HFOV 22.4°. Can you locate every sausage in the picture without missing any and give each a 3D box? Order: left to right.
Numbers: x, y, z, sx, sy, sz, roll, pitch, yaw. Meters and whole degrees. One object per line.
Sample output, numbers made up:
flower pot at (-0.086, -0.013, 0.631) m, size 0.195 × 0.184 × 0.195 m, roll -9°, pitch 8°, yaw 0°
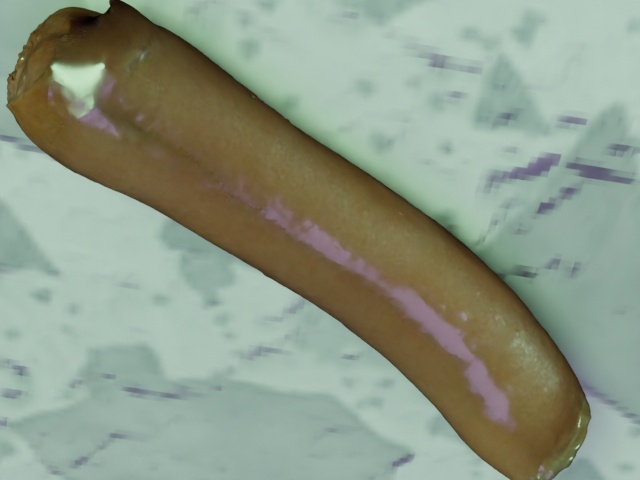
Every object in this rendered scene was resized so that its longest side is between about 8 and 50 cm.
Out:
sausage at (-0.001, 0.001, 0.410) m, size 0.176 × 0.047 × 0.040 m, roll 36°, pitch 124°, yaw -19°
